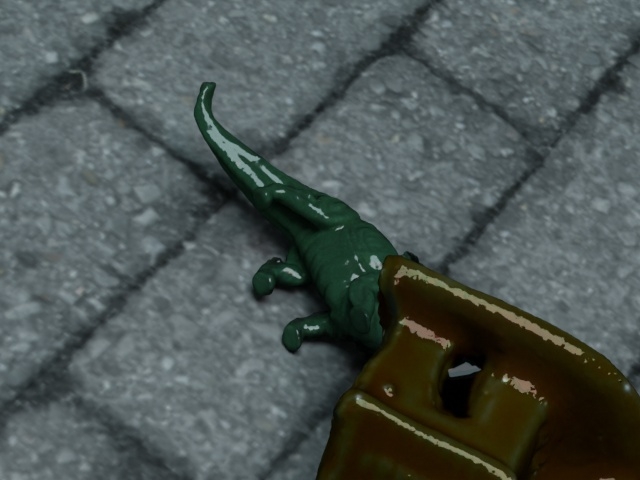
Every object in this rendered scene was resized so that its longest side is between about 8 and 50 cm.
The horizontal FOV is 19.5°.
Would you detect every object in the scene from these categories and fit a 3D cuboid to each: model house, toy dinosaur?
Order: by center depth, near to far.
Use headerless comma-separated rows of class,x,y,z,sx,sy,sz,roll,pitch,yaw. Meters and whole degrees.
model house,0.108,0.182,1.205,0.268,0.173,0.239,25,45,6
toy dinosaur,-0.009,0.008,1.377,0.292,0.079,0.120,37,42,8
